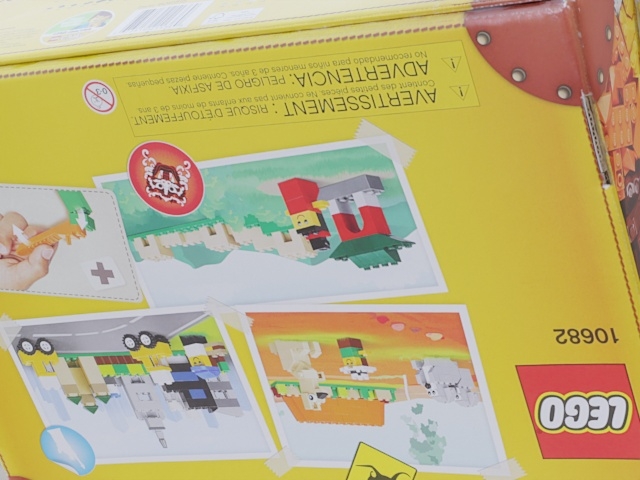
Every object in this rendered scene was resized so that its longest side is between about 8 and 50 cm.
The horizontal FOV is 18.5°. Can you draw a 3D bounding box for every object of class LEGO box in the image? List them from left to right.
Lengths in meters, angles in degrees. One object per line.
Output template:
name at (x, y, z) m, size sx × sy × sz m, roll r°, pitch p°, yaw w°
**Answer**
LEGO box at (0.000, 0.000, 1.227) m, size 0.500 × 0.372 × 0.193 m, roll -3°, pitch 30°, yaw 29°
